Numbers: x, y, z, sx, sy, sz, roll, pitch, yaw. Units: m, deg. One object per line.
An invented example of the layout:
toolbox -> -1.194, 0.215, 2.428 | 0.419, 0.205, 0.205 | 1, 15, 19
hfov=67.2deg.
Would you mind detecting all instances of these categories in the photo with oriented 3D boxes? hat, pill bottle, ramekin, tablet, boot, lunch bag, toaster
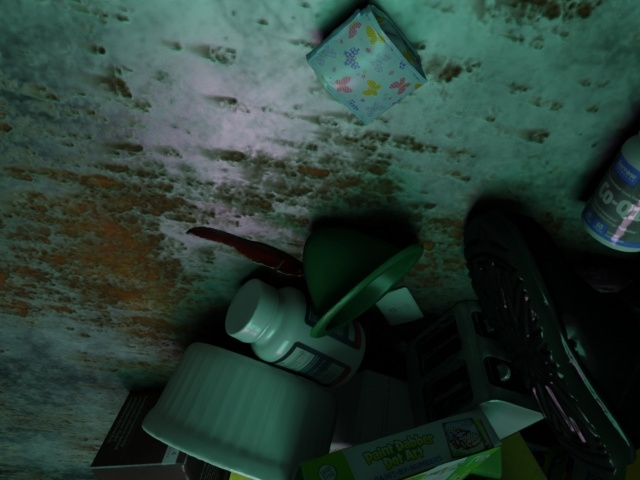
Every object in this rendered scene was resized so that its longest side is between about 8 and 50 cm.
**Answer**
hat -> 0.000, 0.000, 0.596 | 0.173, 0.183, 0.208 | -46, 162, 18
pill bottle -> -0.035, 0.126, 0.669 | 0.180, 0.108, 0.108 | 33, 128, -29
ramekin -> -0.105, 0.256, 0.717 | 0.277, 0.135, 0.277 | 18, 160, 7
tablet -> 0.115, 0.099, 0.714 | 0.054, 0.006, 0.083 | -19, 133, 19
boot -> 0.350, 0.074, 0.584 | 0.260, 0.131, 0.348 | -29, 95, -9
pill bottle -> 0.336, -0.060, 0.495 | 0.078, 0.078, 0.137 | 2, 136, -3
lunch bag -> 0.040, -0.154, 0.415 | 0.071, 0.053, 0.083 | -32, 138, 32
toaster -> 0.217, 0.203, 0.710 | 0.110, 0.168, 0.186 | 24, 130, -20

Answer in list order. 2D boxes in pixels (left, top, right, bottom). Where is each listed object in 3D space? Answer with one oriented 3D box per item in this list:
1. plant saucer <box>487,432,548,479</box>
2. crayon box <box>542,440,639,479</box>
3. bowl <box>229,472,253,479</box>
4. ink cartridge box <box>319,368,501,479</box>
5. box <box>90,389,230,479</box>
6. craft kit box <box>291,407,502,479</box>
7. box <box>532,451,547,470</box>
plant saucer -> 0.315, 0.516, 0.911 | 0.080, 0.333, 0.333 | -7, 139, -21
crayon box -> 0.524, 0.474, 0.883 | 0.106, 0.313, 0.363 | 29, 137, 14
bowl -> -0.200, 0.551, 1.080 | 0.289, 0.156, 0.290 | 0, 136, 0
ink cartridge box -> 0.139, 0.329, 0.837 | 0.272, 0.115, 0.198 | 22, 147, -17
box -> -0.275, 0.406, 0.885 | 0.167, 0.168, 0.203 | -6, 118, 8
craft kit box -> 0.071, 0.322, 0.617 | 0.246, 0.061, 0.250 | -4, 137, -22
box -> 0.497, 0.595, 1.198 | 0.270, 0.060, 0.216 | -2, 136, 1
